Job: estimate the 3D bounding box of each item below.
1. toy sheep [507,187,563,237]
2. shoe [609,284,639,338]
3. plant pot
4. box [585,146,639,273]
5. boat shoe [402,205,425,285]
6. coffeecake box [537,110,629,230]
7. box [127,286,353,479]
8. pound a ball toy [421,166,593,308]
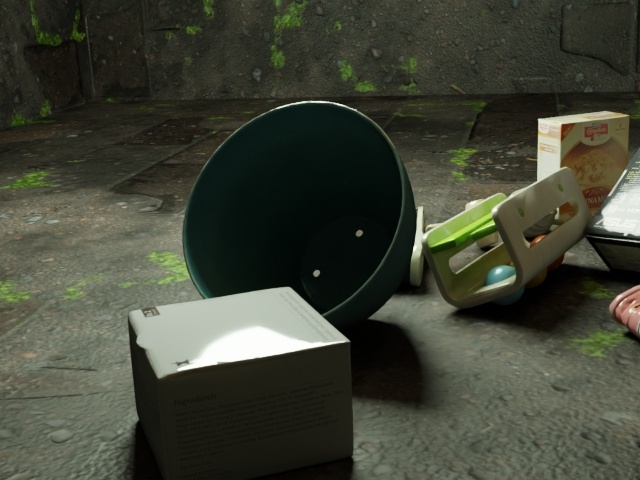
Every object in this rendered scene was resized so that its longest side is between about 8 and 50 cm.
[{"bbox_3d":[0.348,-0.047,1.566,0.091,0.091,0.132,-10,-1,-25],"label":"toy sheep"},{"bbox_3d":[0.441,0.077,1.144,0.178,0.064,0.081,-12,23,-17],"label":"shoe"},{"bbox_3d":[0.000,0.000,1.200,0.290,0.290,0.195,5,-19,27],"label":"plant pot"},{"bbox_3d":[0.595,-0.081,1.265,0.395,0.097,0.318,9,59,55],"label":"box"},{"bbox_3d":[0.121,0.001,1.437,0.079,0.084,0.233,1,19,10],"label":"boat shoe"},{"bbox_3d":[0.445,-0.119,1.617,0.142,0.186,0.068,-9,17,-21],"label":"coffeecake box"},{"bbox_3d":[-0.082,0.136,0.923,0.181,0.119,0.181,-8,17,-18],"label":"box"},{"bbox_3d":[0.256,0.009,1.364,0.208,0.136,0.319,-23,1,37],"label":"pound a ball toy"}]
